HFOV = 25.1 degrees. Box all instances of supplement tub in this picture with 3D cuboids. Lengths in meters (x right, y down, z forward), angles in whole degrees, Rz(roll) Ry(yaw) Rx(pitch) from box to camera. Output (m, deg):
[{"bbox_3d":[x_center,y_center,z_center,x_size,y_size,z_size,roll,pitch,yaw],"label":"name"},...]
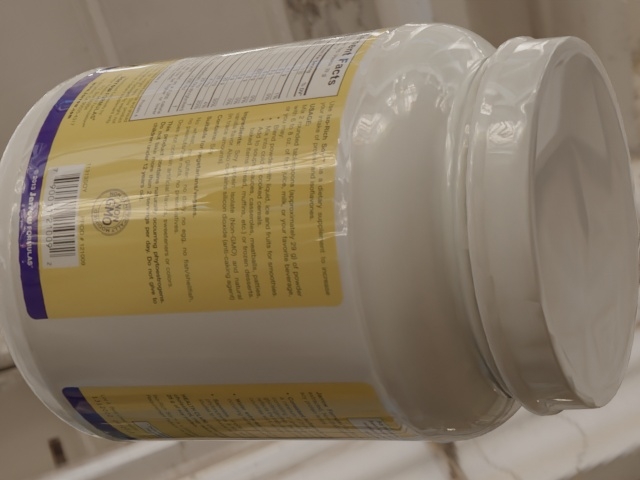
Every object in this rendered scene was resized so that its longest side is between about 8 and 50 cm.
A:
[{"bbox_3d":[0.000,0.000,0.854,0.331,0.241,0.241,-4,-45,27],"label":"supplement tub"}]
